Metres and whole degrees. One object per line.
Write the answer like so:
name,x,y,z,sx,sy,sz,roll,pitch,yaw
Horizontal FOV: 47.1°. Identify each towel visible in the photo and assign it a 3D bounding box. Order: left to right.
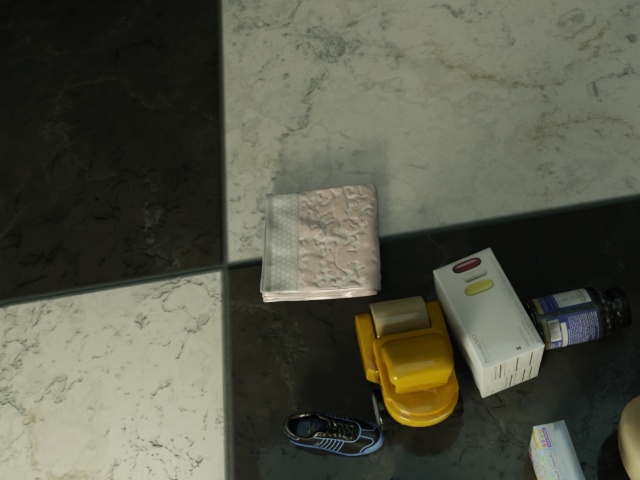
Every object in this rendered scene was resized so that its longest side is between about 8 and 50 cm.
towel,0.000,0.000,1.962,0.317,0.053,0.331,-5,61,9

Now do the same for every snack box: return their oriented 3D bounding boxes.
snack box,0.485,0.480,1.494,0.070,0.207,0.174,-14,58,3

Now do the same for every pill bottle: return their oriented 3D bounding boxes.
pill bottle,0.591,0.176,1.696,0.219,0.123,0.122,-12,59,4

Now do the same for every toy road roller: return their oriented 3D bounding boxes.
toy road roller,0.204,0.253,1.652,0.203,0.240,0.329,-10,58,-4

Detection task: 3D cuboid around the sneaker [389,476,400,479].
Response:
sneaker,0.196,0.613,1.564,0.087,0.083,0.221,-13,63,-12

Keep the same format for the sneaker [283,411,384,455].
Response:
sneaker,0.027,0.439,1.680,0.232,0.090,0.081,-1,60,12

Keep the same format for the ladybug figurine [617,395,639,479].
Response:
ladybug figurine,0.779,0.488,1.426,0.305,0.162,0.449,-26,51,-36

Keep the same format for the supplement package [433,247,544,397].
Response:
supplement package,0.379,0.190,1.684,0.145,0.204,0.261,-23,59,-1
